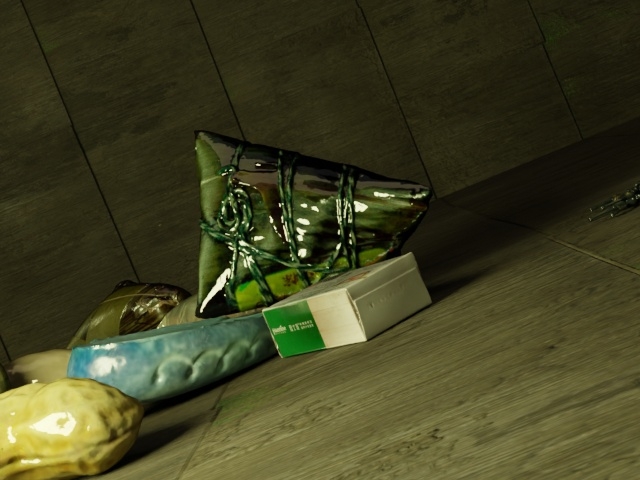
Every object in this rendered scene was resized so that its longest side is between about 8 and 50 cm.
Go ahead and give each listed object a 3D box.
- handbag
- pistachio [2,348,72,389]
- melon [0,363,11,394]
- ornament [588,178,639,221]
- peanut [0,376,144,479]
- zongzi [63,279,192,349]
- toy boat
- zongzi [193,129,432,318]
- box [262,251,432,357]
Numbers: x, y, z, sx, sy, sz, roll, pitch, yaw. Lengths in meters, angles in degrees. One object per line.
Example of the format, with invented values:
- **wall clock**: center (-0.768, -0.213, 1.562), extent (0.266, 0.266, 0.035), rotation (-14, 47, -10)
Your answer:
- **handbag**: center (-0.136, 0.120, 1.902), extent (0.270, 0.117, 0.182), rotation (-15, -1, -22)
- **pistachio**: center (-0.468, 0.253, 1.971), extent (0.223, 0.126, 0.152), rotation (-18, 36, -7)
- **melon**: center (-0.640, 0.268, 1.778), extent (0.329, 0.248, 0.248), rotation (-18, 0, -29)
- **ornament**: center (0.457, -0.064, 1.704), extent (0.125, 0.028, 0.073), rotation (-25, 3, -18)
- **peanut**: center (-0.346, 0.237, 1.330), extent (0.305, 0.147, 0.147), rotation (-18, 3, 3)
- **zongzi**: center (-0.412, 0.215, 2.354), extent (0.317, 0.154, 0.289), rotation (-45, 16, -22)
- **toy boat**: center (-0.203, 0.183, 1.652), extent (0.330, 0.123, 0.215), rotation (-10, 2, -44)
- **zongzi**: center (0.000, 0.000, 1.816), extent (0.383, 0.319, 0.362), rotation (-3, -23, 10)
- **box**: center (0.034, 0.090, 1.573), extent (0.135, 0.081, 0.199), rotation (-26, 3, -38)
